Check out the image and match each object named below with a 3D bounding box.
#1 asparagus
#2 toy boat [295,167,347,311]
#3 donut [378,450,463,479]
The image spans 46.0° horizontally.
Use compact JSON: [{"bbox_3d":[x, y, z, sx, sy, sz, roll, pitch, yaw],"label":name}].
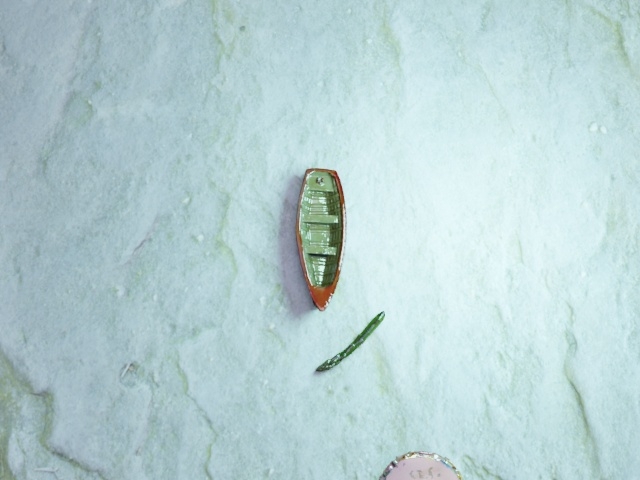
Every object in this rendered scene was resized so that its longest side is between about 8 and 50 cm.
[{"bbox_3d":[0.084,0.267,1.948,0.236,0.027,0.034,-40,78,-14],"label":"asparagus"},{"bbox_3d":[0.000,0.000,1.984,0.136,0.079,0.392,3,74,-8],"label":"toy boat"},{"bbox_3d":[0.246,0.615,1.843,0.233,0.085,0.199,16,75,-2],"label":"donut"}]
